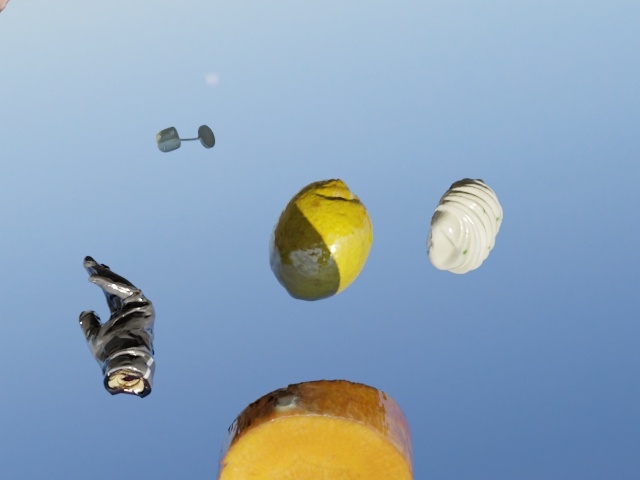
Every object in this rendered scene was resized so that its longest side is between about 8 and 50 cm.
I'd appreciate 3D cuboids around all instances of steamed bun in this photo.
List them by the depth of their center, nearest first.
[{"bbox_3d":[0.267,-0.024,2.086,0.106,0.183,0.183,27,-144,21],"label":"steamed bun"}]

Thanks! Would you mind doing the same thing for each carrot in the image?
[{"bbox_3d":[-0.006,0.285,1.459,0.258,0.307,0.100,-18,-138,1],"label":"carrot"}]

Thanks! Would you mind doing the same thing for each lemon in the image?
[{"bbox_3d":[0.000,0.000,1.914,0.170,0.207,0.170,23,-156,-11],"label":"lemon"}]

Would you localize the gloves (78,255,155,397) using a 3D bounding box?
[{"bbox_3d":[-0.327,0.140,1.848,0.142,0.119,0.285,-41,-130,19],"label":"gloves"}]

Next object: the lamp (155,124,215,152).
[{"bbox_3d":[-0.253,-0.205,2.300,0.056,0.050,0.198,-18,-179,27],"label":"lamp"}]

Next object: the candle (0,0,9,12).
[{"bbox_3d":[-0.474,-0.300,1.279,0.317,0.131,0.287,-40,-131,10],"label":"candle"}]
